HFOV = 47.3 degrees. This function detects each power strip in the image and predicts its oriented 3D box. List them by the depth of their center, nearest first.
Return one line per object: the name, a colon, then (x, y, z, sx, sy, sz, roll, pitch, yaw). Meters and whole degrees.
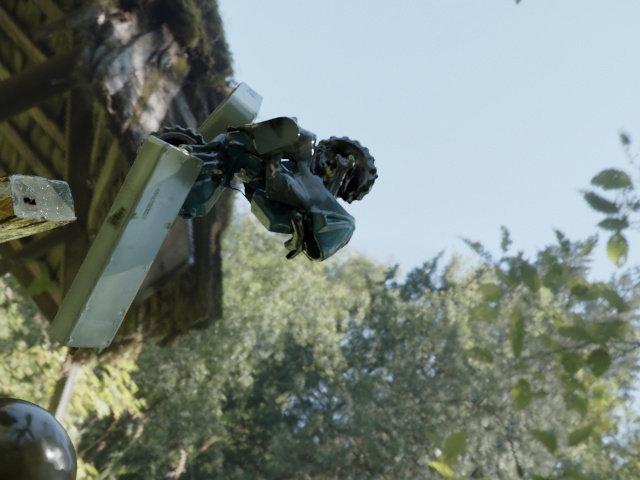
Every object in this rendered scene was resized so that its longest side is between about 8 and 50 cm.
power strip: (-0.295, 0.014, 1.106, 0.043, 0.367, 0.106, 29, 3, 27)

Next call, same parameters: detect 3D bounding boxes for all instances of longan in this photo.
longan: (-0.563, 0.407, 1.299, 0.258, 0.258, 0.258, 37, -33, 29)

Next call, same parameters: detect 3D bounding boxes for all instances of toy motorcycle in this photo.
toy motorcycle: (-0.103, -0.083, 1.238, 0.172, 0.416, 0.232, 116, -24, -66)

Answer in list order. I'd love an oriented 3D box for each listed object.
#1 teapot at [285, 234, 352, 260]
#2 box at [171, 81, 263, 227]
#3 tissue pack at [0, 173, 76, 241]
teapot: (0.000, 0.000, 1.638, 0.087, 0.177, 0.096, 48, -35, 36)
box: (-0.263, -0.162, 1.541, 0.090, 0.373, 0.367, 40, 12, -12)
tissue pack: (-0.562, -0.046, 1.238, 0.183, 0.226, 0.092, 9, 66, -76)
